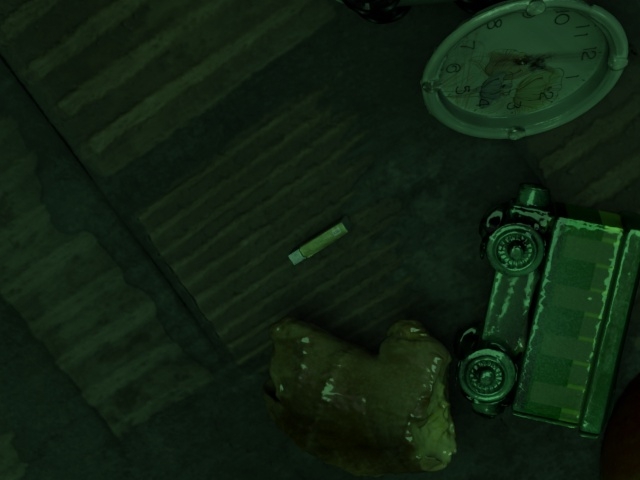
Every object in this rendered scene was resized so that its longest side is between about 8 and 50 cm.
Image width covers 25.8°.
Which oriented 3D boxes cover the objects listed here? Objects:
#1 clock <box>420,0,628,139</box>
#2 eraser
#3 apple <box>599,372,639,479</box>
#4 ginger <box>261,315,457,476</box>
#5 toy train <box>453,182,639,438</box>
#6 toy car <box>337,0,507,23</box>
[{"bbox_3d":[0.226,-0.204,1.581,0.236,0.053,0.236,-8,145,-5],"label":"clock"},{"bbox_3d":[0.000,0.000,1.740,0.083,0.038,0.019,-31,99,17],"label":"eraser"},{"bbox_3d":[0.486,0.252,1.666,0.346,0.254,0.179,-18,142,16],"label":"apple"},{"bbox_3d":[0.053,0.180,1.713,0.275,0.130,0.221,35,121,9],"label":"ginger"},{"bbox_3d":[0.271,0.082,1.667,0.202,0.120,0.301,11,107,5],"label":"toy train"},{"bbox_3d":[0.114,-0.342,1.549,0.255,0.188,0.190,-3,93,10],"label":"toy car"}]
